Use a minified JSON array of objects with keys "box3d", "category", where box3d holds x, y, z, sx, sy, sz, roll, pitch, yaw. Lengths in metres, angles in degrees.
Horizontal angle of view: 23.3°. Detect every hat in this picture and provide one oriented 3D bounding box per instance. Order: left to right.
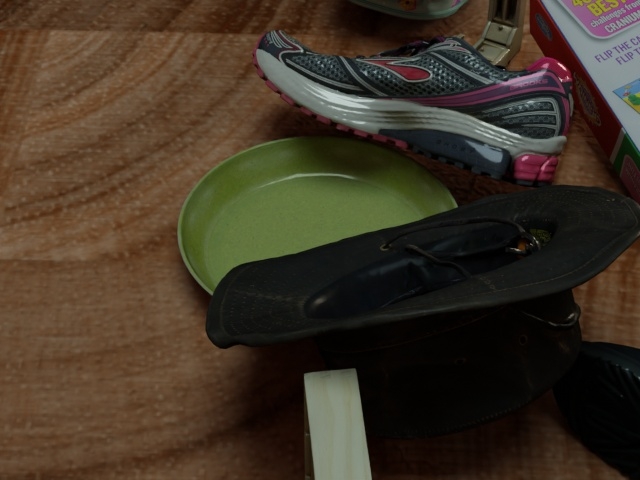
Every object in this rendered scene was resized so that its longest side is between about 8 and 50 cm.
[{"box3d":[0.087,0.065,1.134,0.331,0.134,0.331,-13,14,3],"category":"hat"}]

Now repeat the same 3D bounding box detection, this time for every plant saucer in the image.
[{"box3d":[0.000,0.000,1.318,0.241,0.037,0.241,0,43,0],"category":"plant saucer"}]

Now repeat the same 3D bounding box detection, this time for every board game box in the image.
[{"box3d":[0.362,-0.140,1.395,0.242,0.064,0.316,-18,54,-7],"category":"board game box"}]

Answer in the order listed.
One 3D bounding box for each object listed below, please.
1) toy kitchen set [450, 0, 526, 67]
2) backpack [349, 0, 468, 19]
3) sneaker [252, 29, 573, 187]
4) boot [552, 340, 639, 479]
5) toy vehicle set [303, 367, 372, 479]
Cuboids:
[{"box3d":[0.151,-0.208,1.511,0.068,0.075,0.083,21,43,22],"category":"toy kitchen set"},{"box3d":[0.086,-0.302,1.553,0.166,0.144,0.188,20,24,18],"category":"backpack"},{"box3d":[0.081,-0.136,1.379,0.299,0.112,0.121,18,5,18],"category":"sneaker"},{"box3d":[0.326,0.111,1.165,0.246,0.094,0.207,26,42,36],"category":"boot"},{"box3d":[0.018,0.235,0.975,0.035,0.166,0.267,-4,44,-4],"category":"toy vehicle set"}]
